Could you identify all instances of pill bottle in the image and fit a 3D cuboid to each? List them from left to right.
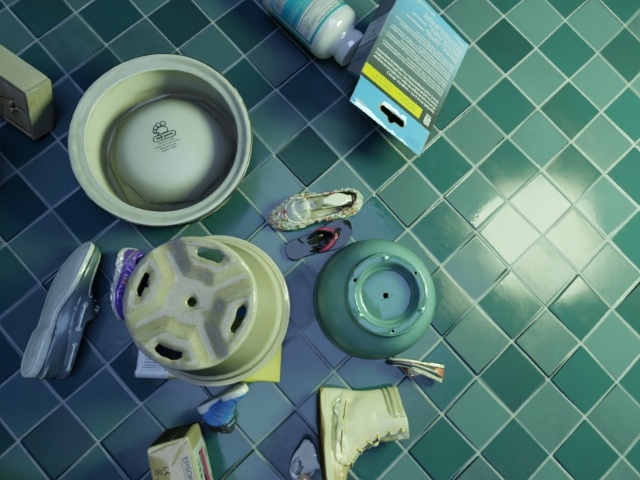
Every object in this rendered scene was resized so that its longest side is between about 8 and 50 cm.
[{"bbox_3d":[-0.010,-0.567,1.253,0.264,0.146,0.146,44,80,3],"label":"pill bottle"}]

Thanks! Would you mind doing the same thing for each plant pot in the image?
[{"bbox_3d":[-0.225,0.125,0.956,0.333,0.305,0.334,1,79,-3],"label":"plant pot"},{"bbox_3d":[0.135,0.128,1.119,0.292,0.196,0.294,1,81,-4],"label":"plant pot"}]

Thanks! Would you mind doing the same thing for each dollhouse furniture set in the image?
[{"bbox_3d":[-0.824,-0.271,1.050,0.256,0.362,0.394,35,52,1],"label":"dollhouse furniture set"}]

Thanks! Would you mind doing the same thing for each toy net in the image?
[{"bbox_3d":[-0.049,0.568,1.104,0.122,0.045,0.233,-6,66,37],"label":"toy net"}]

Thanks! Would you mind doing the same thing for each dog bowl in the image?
[{"bbox_3d":[-0.358,-0.216,1.167,0.407,0.150,0.409,1,80,-3],"label":"dog bowl"}]

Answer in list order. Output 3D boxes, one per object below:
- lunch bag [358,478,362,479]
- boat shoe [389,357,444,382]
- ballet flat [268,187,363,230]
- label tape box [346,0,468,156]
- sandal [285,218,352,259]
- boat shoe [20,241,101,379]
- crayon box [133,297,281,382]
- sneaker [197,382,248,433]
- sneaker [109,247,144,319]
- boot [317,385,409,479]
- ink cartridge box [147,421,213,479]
[{"bbox_3d":[0.096,0.630,1.081,0.129,0.096,0.151,-43,76,-10],"label":"lunch bag"},{"bbox_3d":[0.227,0.306,1.172,0.136,0.049,0.043,11,82,-7],"label":"boat shoe"},{"bbox_3d":[-0.011,-0.086,1.205,0.240,0.077,0.091,-16,81,-6],"label":"ballet flat"},{"bbox_3d":[0.197,-0.405,1.213,0.240,0.105,0.334,31,78,-27],"label":"label tape box"},{"bbox_3d":[0.000,0.000,1.209,0.179,0.040,0.067,-23,82,-8],"label":"sandal"},{"bbox_3d":[-0.568,0.161,1.131,0.099,0.116,0.320,32,67,-42],"label":"boat shoe"},{"bbox_3d":[-0.245,0.218,1.134,0.318,0.081,0.203,4,80,-3],"label":"crayon box"},{"bbox_3d":[-0.202,0.379,1.099,0.152,0.058,0.085,-32,88,25],"label":"sneaker"},{"bbox_3d":[-0.445,0.100,1.149,0.071,0.068,0.170,6,79,-9],"label":"sneaker"},{"bbox_3d":[0.099,0.452,1.088,0.203,0.095,0.262,0,54,-7],"label":"boot"},{"bbox_3d":[-0.275,0.516,1.024,0.088,0.193,0.235,-15,82,-9],"label":"ink cartridge box"}]
